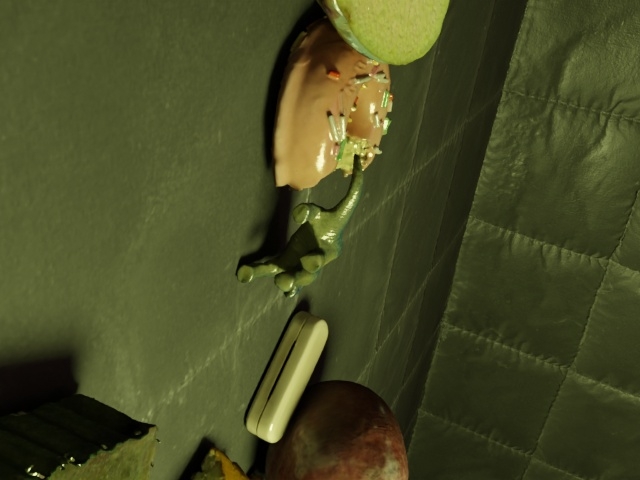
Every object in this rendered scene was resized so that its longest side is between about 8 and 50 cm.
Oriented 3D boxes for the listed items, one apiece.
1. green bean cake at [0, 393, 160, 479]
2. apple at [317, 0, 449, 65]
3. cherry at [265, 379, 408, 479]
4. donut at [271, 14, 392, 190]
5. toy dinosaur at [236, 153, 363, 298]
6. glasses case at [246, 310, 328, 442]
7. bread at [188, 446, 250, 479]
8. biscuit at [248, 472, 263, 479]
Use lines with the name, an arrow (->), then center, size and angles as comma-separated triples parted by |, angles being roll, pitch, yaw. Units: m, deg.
green bean cake -> -0.212, 0.211, 0.426 | 0.173, 0.094, 0.181 | -1, 108, -70
apple -> 0.040, -0.281, 0.591 | 0.265, 0.120, 0.193 | 17, 90, -57
cherry -> 0.029, 0.355, 0.955 | 0.307, 0.221, 0.261 | 158, -62, -73
donut -> 0.024, -0.160, 0.722 | 0.233, 0.085, 0.199 | -30, 135, -63
toy dinosaur -> 0.000, 0.000, 0.756 | 0.247, 0.075, 0.188 | -52, 168, 20
glasses case -> -0.047, 0.202, 0.914 | 0.196, 0.050, 0.083 | -64, 157, -18
bread -> -0.138, 0.388, 0.725 | 0.260, 0.134, 0.129 | -58, 156, -32
biscuit -> -0.121, 0.473, 0.998 | 0.176, 0.031, 0.228 | -9, 115, -69
